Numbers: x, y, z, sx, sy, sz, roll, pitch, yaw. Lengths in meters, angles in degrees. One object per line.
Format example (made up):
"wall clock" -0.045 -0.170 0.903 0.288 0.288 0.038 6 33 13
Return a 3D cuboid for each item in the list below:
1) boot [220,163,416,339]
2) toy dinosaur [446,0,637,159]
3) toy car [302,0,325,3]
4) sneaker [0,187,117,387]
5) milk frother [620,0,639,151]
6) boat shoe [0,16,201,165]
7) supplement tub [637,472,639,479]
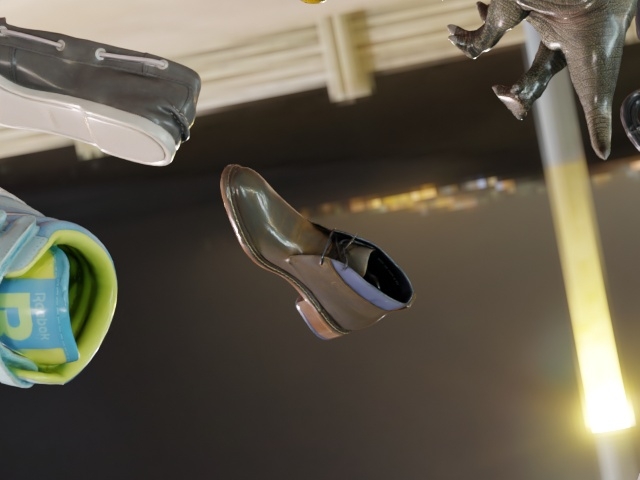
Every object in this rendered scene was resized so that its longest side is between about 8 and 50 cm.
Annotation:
"boot" 0.000 0.000 1.738 0.106 0.219 0.082 -15 -143 34
"toy dinosaur" 0.175 -0.195 1.375 0.121 0.313 0.160 33 120 -29
"toy car" 0.018 -0.312 1.671 0.136 0.182 0.159 -3 180 38
"sneaker" -0.269 0.040 1.132 0.319 0.127 0.208 -20 -157 -39
"milk frother" 0.307 -0.150 1.458 0.129 0.143 0.134 3 149 11
"boat shoe" -0.277 -0.168 1.830 0.335 0.095 0.112 19 154 13
"supplement tub" 0.375 0.247 1.351 0.191 0.272 0.191 -33 -148 24
